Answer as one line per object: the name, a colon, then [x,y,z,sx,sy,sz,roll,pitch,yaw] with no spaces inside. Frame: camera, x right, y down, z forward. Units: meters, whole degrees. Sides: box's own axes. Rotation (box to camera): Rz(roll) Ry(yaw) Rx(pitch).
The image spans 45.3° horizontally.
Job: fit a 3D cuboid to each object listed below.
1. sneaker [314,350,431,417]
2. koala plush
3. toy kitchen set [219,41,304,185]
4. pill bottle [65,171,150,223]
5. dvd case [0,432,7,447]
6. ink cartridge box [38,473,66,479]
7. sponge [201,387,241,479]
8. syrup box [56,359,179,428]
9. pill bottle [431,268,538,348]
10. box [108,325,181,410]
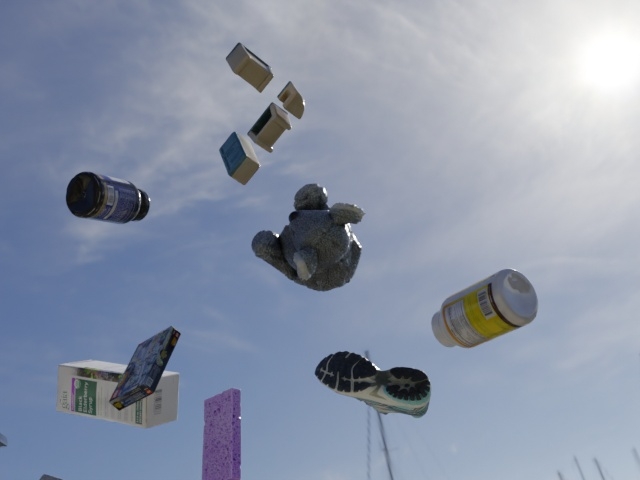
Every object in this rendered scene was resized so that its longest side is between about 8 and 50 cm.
sneaker: [0.117,0.348,1.766,0.283,0.110,0.122,12,-42,25]
koala plush: [0.000,0.000,1.461,0.196,0.203,0.221,-47,1,-12]
toy kitchen set: [-0.154,-0.247,1.455,0.166,0.122,0.207,33,-74,-30]
pill bottle: [-0.561,-0.108,2.050,0.122,0.123,0.219,-28,-17,21]
dvd case: [-0.723,0.385,1.410,0.253,0.022,0.180,-8,-18,-15]
ink cartridge box: [-0.451,0.532,1.371,0.127,0.128,0.176,4,-49,28]
sponge: [-0.230,0.461,1.783,0.031,0.210,0.117,22,-37,-37]
syrup box: [-0.393,0.292,1.478,0.236,0.093,0.096,2,-1,28]
pill bottle: [0.322,0.145,1.540,0.117,0.117,0.215,5,-26,-34]
box: [-0.295,0.215,1.296,0.094,0.137,0.027,-29,-64,31]
